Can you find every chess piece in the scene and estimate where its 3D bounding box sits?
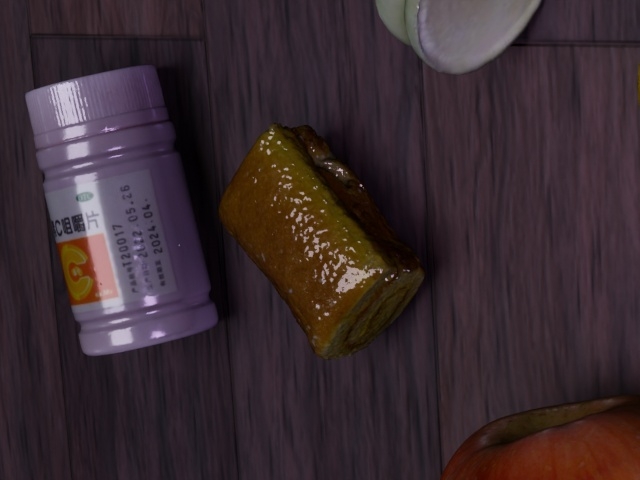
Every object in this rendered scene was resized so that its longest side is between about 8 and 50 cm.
[{"bbox_3d":[0.045,-0.248,1.462,0.251,0.144,0.144,39,125,36],"label":"chess piece"}]

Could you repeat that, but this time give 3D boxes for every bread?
[{"bbox_3d":[0.000,0.000,1.580,0.172,0.103,0.132,51,129,23],"label":"bread"}]

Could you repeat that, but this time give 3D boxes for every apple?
[{"bbox_3d":[0.202,0.241,1.366,0.242,0.242,0.241,-14,93,44],"label":"apple"}]

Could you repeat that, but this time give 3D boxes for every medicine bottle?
[{"bbox_3d":[-0.182,-0.028,1.725,0.133,0.133,0.249,-9,94,44],"label":"medicine bottle"}]

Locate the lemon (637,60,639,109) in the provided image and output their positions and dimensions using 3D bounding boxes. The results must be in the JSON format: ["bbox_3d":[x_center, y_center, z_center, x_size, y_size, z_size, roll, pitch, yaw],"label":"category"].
[{"bbox_3d":[0.263,-0.106,1.322,0.082,0.082,0.110,0,100,43],"label":"lemon"}]
